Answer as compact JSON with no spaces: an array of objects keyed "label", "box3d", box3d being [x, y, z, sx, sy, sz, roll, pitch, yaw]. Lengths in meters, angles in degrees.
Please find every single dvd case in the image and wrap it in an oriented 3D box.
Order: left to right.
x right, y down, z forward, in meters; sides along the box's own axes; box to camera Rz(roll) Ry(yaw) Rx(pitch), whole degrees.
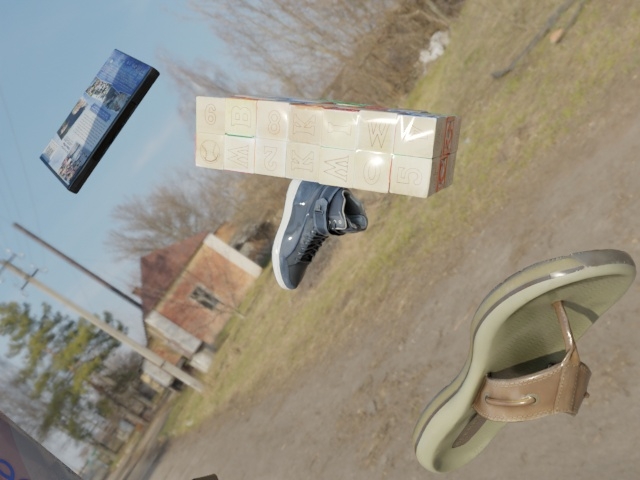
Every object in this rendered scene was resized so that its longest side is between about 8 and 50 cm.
[{"label":"dvd case","box3d":[-0.397,-0.218,1.054,0.180,0.022,0.253,34,89,44]}]

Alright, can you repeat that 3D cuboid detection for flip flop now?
[{"label":"flip flop","box3d":[0.155,0.114,0.458,0.080,0.112,0.277,-115,36,-43]}]

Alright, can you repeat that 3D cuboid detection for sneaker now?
[{"label":"sneaker","box3d":[-0.001,-0.001,1.120,0.086,0.163,0.226,0,-78,-54]}]

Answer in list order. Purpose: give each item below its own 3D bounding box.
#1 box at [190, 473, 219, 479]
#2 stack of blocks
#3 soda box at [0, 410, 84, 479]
[{"label":"box","box3d":[-0.244,0.537,0.958,0.261,0.184,0.103,-38,-20,0]},{"label":"stack of blocks","box3d":[0.016,-0.127,0.741,0.171,0.297,0.087,-28,-55,-62]},{"label":"soda box","box3d":[-0.197,0.174,0.343,0.092,0.263,0.083,-35,18,17]}]
